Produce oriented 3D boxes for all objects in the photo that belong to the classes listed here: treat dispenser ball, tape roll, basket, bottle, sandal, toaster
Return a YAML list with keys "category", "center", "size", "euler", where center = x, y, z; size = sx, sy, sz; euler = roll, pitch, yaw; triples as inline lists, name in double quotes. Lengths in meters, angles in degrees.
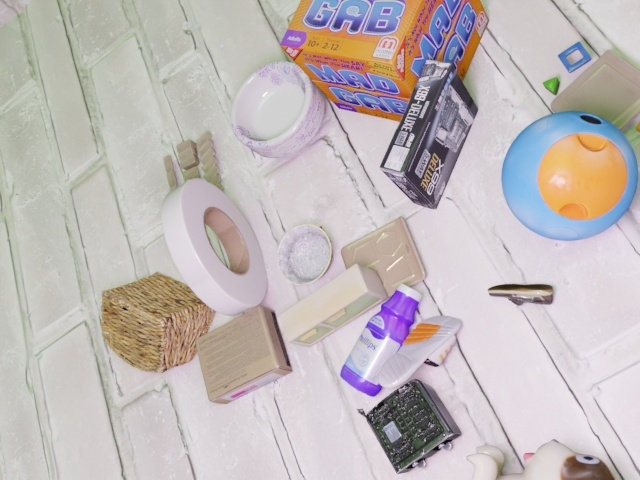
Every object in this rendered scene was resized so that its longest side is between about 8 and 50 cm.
- category: "treat dispenser ball"
  center: [0.552, -0.143, 1.577]
  size: [0.288, 0.288, 0.288]
  euler: [-11, 67, 26]
- category: "tape roll"
  center: [-0.281, 0.015, 1.925]
  size: [0.072, 0.392, 0.392]
  euler: [-26, 61, 19]
- category: "basket"
  center: [-0.483, 0.255, 2.124]
  size: [0.299, 0.223, 0.213]
  euler: [19, 114, 33]
- category: "bottle"
  center: [0.158, 0.243, 1.759]
  size: [0.282, 0.092, 0.118]
  euler: [-60, 30, -2]
- category: "sandal"
  center: [0.239, 0.279, 1.694]
  size: [0.265, 0.076, 0.102]
  euler: [-38, 31, -27]
- category: "toaster"
  center: [0.212, 0.430, 1.655]
  size: [0.168, 0.110, 0.185]
  euler: [-39, 58, 10]

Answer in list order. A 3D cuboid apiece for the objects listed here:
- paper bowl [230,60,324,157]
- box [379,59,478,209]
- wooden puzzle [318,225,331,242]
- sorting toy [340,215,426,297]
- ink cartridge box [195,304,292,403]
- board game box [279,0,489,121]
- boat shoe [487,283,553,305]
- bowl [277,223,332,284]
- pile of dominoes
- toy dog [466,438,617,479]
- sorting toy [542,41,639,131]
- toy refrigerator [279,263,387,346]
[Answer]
- category: "paper bowl"
  center: [-0.118, -0.381, 2.128]
  size: [0.284, 0.148, 0.284]
  euler: [-10, 67, 25]
- category: "box"
  center: [0.283, -0.263, 1.803]
  size: [0.077, 0.242, 0.307]
  euler: [19, 81, 33]
- category: "wooden puzzle"
  center: [0.000, 0.000, 2.001]
  size: [0.049, 0.006, 0.083]
  euler: [-39, 57, 11]
- category: "sorting toy"
  center: [0.165, 0.062, 1.871]
  size: [0.208, 0.038, 0.193]
  euler: [-31, 59, 22]
- category: "ink cartridge box"
  center: [-0.214, 0.317, 1.951]
  size: [0.235, 0.088, 0.193]
  euler: [-28, 62, 17]
- category: "board game box"
  center: [0.182, -0.560, 1.904]
  size: [0.356, 0.356, 0.356]
  euler: [19, 82, 34]
- category: "boat shoe"
  center: [0.468, 0.131, 1.660]
  size: [0.152, 0.056, 0.049]
  euler: [-1, 104, 34]
- category: "bowl"
  center: [-0.028, 0.046, 1.951]
  size: [0.170, 0.080, 0.170]
  euler: [-7, 74, 27]
- category: "pile of dominoes"
  center: [-0.406, -0.212, 2.307]
  size: [0.196, 0.040, 0.251]
  euler: [-23, 70, 19]
- category: "toy dog"
  center: [0.410, 0.577, 1.390]
  size: [0.408, 0.284, 0.395]
  euler: [-45, 57, 5]
- category: "sorting toy"
  center: [0.694, -0.341, 1.721]
  size: [0.196, 0.047, 0.347]
  euler: [-45, 56, 12]
- category: "toy refrigerator"
  center: [0.032, 0.176, 1.837]
  size: [0.270, 0.102, 0.094]
  euler: [-34, 58, 23]
